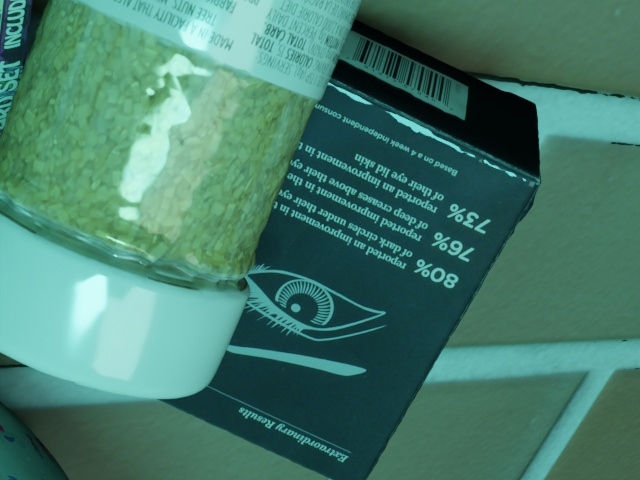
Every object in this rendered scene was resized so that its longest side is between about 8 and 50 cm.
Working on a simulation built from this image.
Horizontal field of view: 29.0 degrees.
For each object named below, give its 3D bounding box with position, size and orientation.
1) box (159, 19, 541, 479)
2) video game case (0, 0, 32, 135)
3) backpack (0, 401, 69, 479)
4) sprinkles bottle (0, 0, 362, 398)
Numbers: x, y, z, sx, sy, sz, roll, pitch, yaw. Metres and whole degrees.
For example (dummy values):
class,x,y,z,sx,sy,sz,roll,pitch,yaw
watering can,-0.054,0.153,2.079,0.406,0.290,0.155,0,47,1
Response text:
class,x,y,z,sx,sy,sz,roll,pitch,yaw
box,0.000,0.000,0.642,0.153,0.108,0.207,26,117,-4
video game case,-0.221,-0.053,0.481,0.210,0.042,0.232,-15,151,-30
backpack,-0.210,0.174,0.609,0.191,0.225,0.253,-39,142,-2
sprinkles bottle,-0.034,-0.119,0.483,0.121,0.121,0.355,15,102,-43
